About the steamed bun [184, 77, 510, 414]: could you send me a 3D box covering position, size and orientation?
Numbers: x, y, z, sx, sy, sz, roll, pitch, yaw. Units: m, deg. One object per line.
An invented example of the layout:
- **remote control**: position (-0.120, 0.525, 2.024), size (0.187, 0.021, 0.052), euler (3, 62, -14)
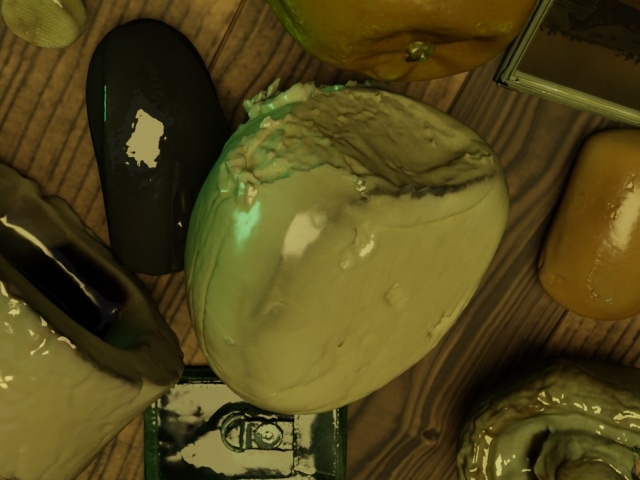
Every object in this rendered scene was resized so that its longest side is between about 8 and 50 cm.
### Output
- **steamed bun**: position (0.000, 0.000, 1.009), size (0.334, 0.233, 0.312), euler (-3, 129, -44)

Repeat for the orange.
- **orange**: position (0.073, -0.263, 0.916), size (0.279, 0.279, 0.235), euler (-3, 89, -7)

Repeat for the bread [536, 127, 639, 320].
- **bread**: position (0.333, -0.013, 1.143), size (0.147, 0.098, 0.217), euler (7, 111, -14)

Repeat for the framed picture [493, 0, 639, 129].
- **framed picture**: position (0.335, -0.208, 1.081), size (0.252, 0.014, 0.197), euler (15, 126, -13)

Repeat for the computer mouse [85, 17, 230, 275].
- **computer mouse**: position (-0.156, -0.083, 1.039), size (0.137, 0.086, 0.270), euler (-15, 114, -19)

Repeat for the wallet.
- **wallet**: position (-0.087, 0.223, 1.198), size (0.236, 0.055, 0.160), euler (0, 104, -7)

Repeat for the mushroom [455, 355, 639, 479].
- **mushroom**: position (0.276, 0.209, 1.178), size (0.267, 0.189, 0.164), euler (-33, 91, 33)

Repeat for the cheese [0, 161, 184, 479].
- **cheese**: position (-0.299, 0.062, 0.986), size (0.153, 0.292, 0.332), euler (-43, 100, 8)

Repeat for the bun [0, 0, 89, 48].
- **bun**: position (-0.263, -0.226, 0.998), size (0.086, 0.055, 0.086), euler (9, 144, 7)
